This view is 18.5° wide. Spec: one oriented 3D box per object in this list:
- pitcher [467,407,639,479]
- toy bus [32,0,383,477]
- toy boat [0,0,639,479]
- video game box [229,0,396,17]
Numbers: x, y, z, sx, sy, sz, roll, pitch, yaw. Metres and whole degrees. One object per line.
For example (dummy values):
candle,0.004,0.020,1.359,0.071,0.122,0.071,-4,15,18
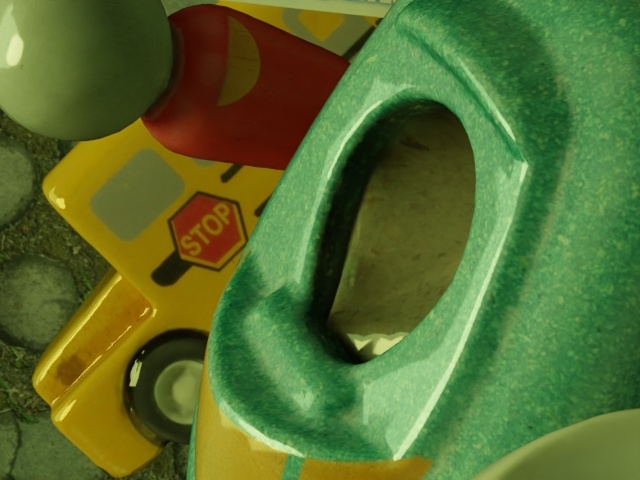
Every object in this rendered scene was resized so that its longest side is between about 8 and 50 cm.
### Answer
pitcher,0.076,0.143,0.355,0.207,0.125,0.178,77,172,-48
toy bus,-0.007,-0.052,0.867,0.332,0.130,0.108,-45,8,6
toy boat,0.000,0.000,0.607,0.318,0.148,0.268,47,117,51
video game box,0.052,-0.166,0.726,0.048,0.205,0.187,-79,-5,-50
